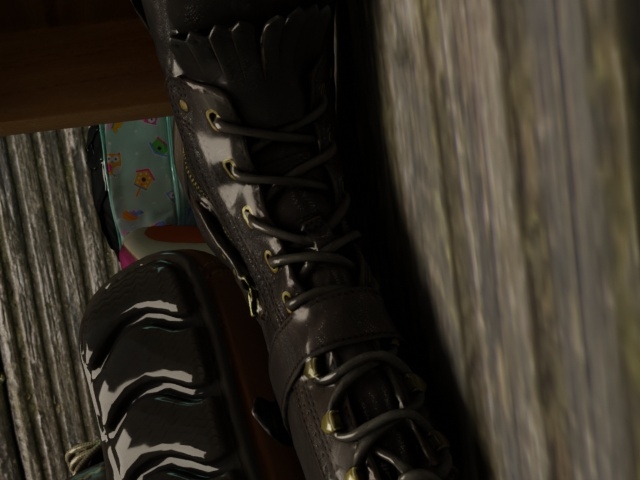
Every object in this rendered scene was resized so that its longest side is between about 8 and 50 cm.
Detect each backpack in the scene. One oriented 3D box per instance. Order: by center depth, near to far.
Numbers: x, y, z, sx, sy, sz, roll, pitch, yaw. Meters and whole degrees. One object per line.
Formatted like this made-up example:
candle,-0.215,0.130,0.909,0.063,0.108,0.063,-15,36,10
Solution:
backpack,-0.163,-0.074,1.001,0.188,0.144,0.166,85,178,-69

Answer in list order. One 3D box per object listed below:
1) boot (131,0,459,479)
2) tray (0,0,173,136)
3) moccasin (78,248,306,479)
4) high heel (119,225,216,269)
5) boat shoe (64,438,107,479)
boot,0.000,0.000,0.387,0.263,0.091,0.229,89,162,-57
tray,-0.095,-0.183,0.345,0.411,0.202,0.076,101,159,-64
moccasin,-0.029,0.189,0.498,0.147,0.139,0.380,29,-147,-52
high heel,-0.093,0.100,0.795,0.377,0.127,0.181,-137,49,-69
boat shoe,-0.149,0.202,0.751,0.355,0.132,0.130,93,152,-68
